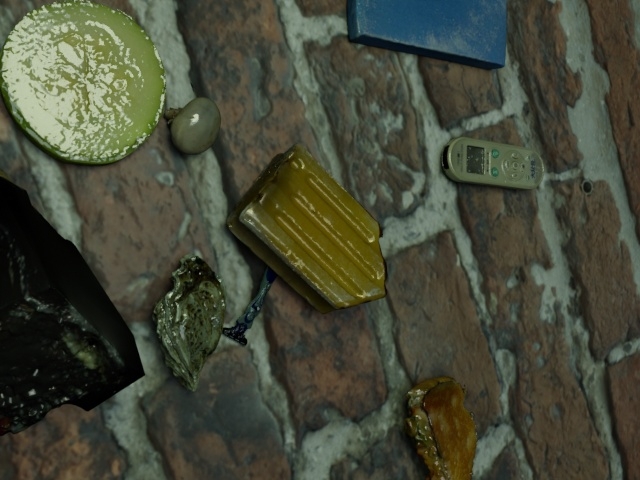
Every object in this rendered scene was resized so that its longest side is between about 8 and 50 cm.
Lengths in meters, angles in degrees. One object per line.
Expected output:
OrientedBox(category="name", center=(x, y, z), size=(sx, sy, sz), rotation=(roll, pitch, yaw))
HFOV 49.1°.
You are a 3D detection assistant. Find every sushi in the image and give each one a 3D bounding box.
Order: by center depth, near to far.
OrientedBox(category="sushi", center=(-0.357, 0.095, 0.791), size=(0.212, 0.227, 0.215), rotation=(-34, 71, -8))

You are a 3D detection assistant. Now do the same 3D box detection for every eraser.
OrientedBox(category="eraser", center=(0.188, -0.388, 1.205), size=(0.311, 0.042, 0.144), rotation=(3, 87, -27))

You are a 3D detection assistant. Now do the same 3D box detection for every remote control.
OrientedBox(category="remote control", center=(0.308, -0.135, 1.255), size=(0.221, 0.042, 0.078), rotation=(4, 86, -26))

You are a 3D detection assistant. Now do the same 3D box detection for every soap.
OrientedBox(category="soap", center=(0.000, 0.000, 1.058), size=(0.257, 0.080, 0.160), rotation=(45, 61, -18))

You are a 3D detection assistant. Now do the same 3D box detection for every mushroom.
OrientedBox(category="mushroom", center=(-0.186, -0.167, 0.994), size=(0.079, 0.085, 0.085), rotation=(28, 70, 21))

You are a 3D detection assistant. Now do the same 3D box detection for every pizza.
OrientedBox(category="pizza", center=(0.200, 0.330, 1.165), size=(0.147, 0.069, 0.226), rotation=(-32, 106, -47))

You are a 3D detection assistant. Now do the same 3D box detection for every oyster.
OrientedBox(category="oyster", center=(-0.184, 0.112, 0.982), size=(0.125, 0.064, 0.177), rotation=(34, 62, -37))

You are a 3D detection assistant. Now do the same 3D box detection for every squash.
OrientedBox(category="squash", center=(-0.312, -0.211, 0.940), size=(0.219, 0.041, 0.220), rotation=(1, 87, -27))

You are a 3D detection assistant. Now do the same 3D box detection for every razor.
OrientedBox(category="razor", center=(-0.090, 0.080, 1.046), size=(0.044, 0.028, 0.155), rotation=(34, 73, -21))

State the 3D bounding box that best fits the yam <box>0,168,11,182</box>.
OrientedBox(category="yam", center=(-0.534, -0.004, 0.796), size=(0.356, 0.081, 0.081), rotation=(-33, 102, -26))
